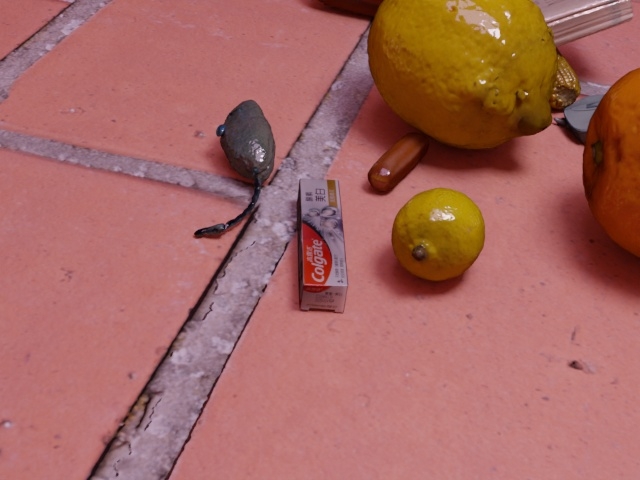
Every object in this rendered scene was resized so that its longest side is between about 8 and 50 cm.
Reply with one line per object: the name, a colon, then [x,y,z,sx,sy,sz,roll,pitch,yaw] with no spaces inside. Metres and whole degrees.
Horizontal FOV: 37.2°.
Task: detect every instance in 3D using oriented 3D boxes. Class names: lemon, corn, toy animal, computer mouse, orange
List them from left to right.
toy animal: [-0.101,-0.093,1.256,0.079,0.070,0.252,-20,43,25]
lemon: [0.139,-0.007,1.124,0.109,0.109,0.133,18,30,16]
lemon: [0.202,-0.256,1.348,0.245,0.245,0.320,-25,56,-34]
corn: [0.368,-0.283,1.551,0.068,0.068,0.207,-1,37,-9]
computer mouse: [0.471,-0.183,1.431,0.229,0.068,0.113,13,36,9]
orange: [0.444,-0.093,1.153,0.261,0.261,0.261,4,37,-3]

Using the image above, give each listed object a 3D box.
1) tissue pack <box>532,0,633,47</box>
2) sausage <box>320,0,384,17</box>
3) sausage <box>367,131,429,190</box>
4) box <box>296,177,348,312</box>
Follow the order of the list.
tissue pack: [0.323,-0.359,1.551,0.326,0.071,0.170,-18,35,5]
sausage: [0.136,-0.442,1.709,0.330,0.102,0.102,14,38,11]
sausage: [0.106,-0.109,1.308,0.039,0.041,0.131,27,42,19]
box: [0.000,0.000,1.154,0.055,0.039,0.218,4,37,-4]
